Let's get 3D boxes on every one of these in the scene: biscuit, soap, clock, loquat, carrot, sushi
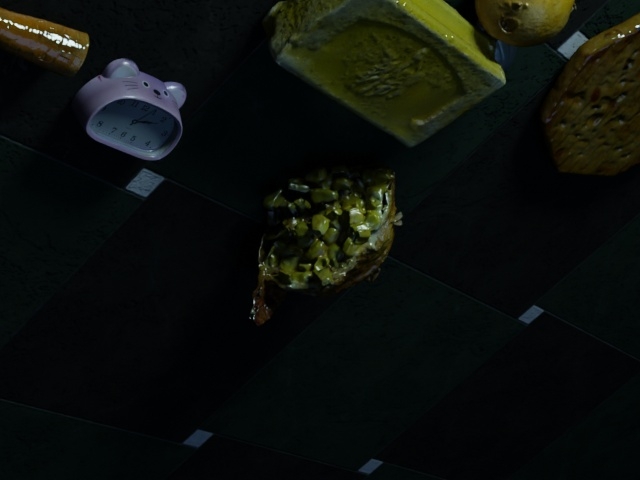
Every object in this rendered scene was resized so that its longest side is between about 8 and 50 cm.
[{"bbox_3d":[0.518,-0.244,2.075,0.359,0.046,0.359,-17,142,-14],"label":"biscuit"},{"bbox_3d":[0.090,-0.259,1.708,0.199,0.091,0.315,-35,141,26],"label":"soap"},{"bbox_3d":[-0.246,-0.172,1.666,0.153,0.050,0.110,21,121,-45],"label":"clock"},{"bbox_3d":[0.288,-0.337,1.743,0.141,0.141,0.141,-18,141,-15],"label":"loquat"},{"bbox_3d":[-0.379,-0.256,1.488,0.210,0.061,0.061,19,122,-39],"label":"carrot"},{"bbox_3d":[0.002,-0.003,1.944,0.296,0.166,0.179,-29,164,14],"label":"sushi"}]

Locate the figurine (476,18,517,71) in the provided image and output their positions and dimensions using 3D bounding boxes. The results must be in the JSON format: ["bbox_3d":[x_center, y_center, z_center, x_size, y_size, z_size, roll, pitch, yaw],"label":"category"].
[{"bbox_3d":[0.249,-0.282,1.848,0.094,0.082,0.086,-11,129,-62],"label":"figurine"}]
